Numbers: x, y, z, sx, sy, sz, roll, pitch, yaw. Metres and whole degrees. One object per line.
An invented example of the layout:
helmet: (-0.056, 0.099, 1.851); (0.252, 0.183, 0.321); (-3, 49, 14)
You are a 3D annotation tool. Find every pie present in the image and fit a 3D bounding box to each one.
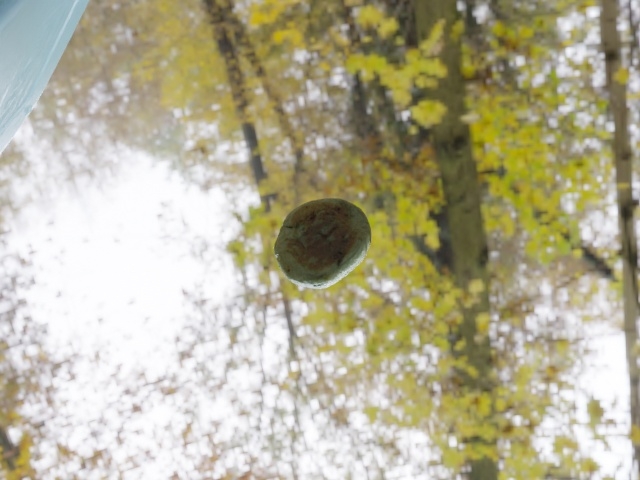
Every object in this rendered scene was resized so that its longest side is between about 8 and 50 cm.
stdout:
pie: (0.000, 0.000, 0.949); (0.085, 0.017, 0.085); (-12, -128, 16)

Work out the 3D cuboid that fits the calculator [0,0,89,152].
calculator: (-0.196, -0.054, 0.581); (0.054, 0.256, 0.386); (33, -140, -7)
